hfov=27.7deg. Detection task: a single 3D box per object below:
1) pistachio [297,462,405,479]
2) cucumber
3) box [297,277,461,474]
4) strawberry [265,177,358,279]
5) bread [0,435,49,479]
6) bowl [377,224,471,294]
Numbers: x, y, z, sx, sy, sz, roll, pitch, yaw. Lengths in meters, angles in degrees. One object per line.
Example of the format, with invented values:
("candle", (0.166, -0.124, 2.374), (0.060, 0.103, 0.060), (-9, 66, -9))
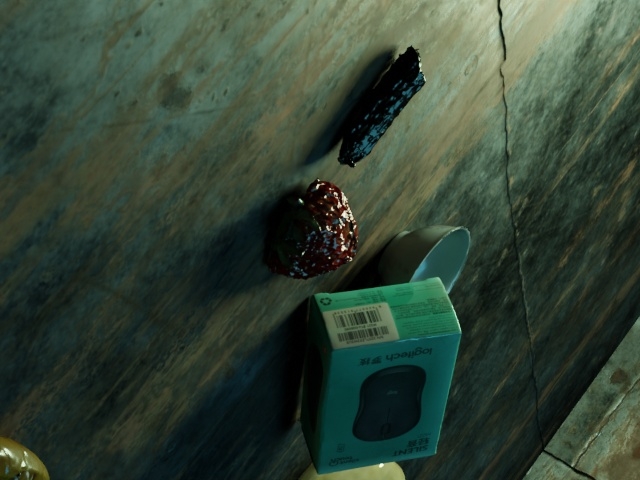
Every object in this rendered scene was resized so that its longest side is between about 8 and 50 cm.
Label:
("pistachio", (0.035, 0.439, 2.205), (0.229, 0.157, 0.157), (-32, 147, -23))
("cucumber", (0.078, -0.171, 1.686), (0.181, 0.053, 0.053), (-52, 155, -6))
("box", (0.084, 0.209, 1.951), (0.205, 0.118, 0.311), (-5, 136, -12))
("strawberry", (-0.002, 0.000, 1.699), (0.140, 0.085, 0.192), (-45, 154, -30))
("bread", (-0.353, 0.253, 1.353), (0.114, 0.077, 0.189), (-36, 146, -2))
("bowl", (0.146, 0.039, 2.015), (0.189, 0.086, 0.189), (-43, 153, -28))
